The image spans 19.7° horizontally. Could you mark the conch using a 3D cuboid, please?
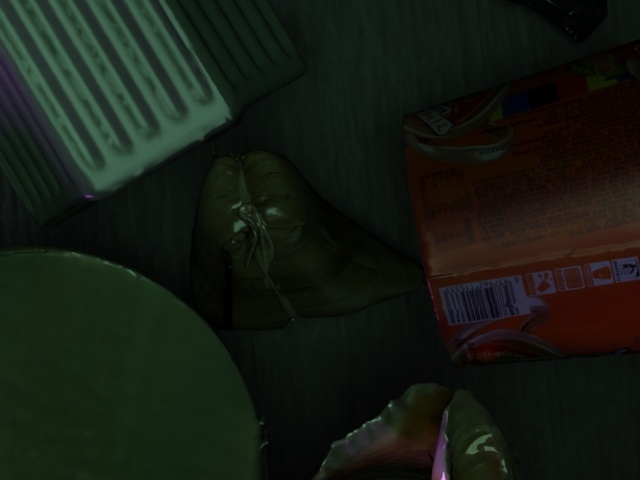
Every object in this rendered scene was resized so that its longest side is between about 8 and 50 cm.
[{"bbox_3d":[0.069,0.259,1.398,0.263,0.186,0.324,-7,98,-11],"label":"conch"}]

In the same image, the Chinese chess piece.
[{"bbox_3d":[-0.212,0.177,1.354,0.349,0.146,0.349,6,72,-18],"label":"Chinese chess piece"}]

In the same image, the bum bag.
[{"bbox_3d":[0.170,-0.204,1.435,0.124,0.034,0.058,26,97,-16],"label":"bum bag"}]

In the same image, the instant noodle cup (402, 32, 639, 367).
[{"bbox_3d":[0.173,-0.018,1.364,0.192,0.250,0.250,-11,95,7],"label":"instant noodle cup"}]

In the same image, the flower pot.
[{"bbox_3d":[-0.153,-0.140,1.354,0.209,0.239,0.190,-33,95,-27],"label":"flower pot"}]

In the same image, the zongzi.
[{"bbox_3d":[0.000,0.000,1.392,0.197,0.194,0.099,-2,66,-5],"label":"zongzi"}]
